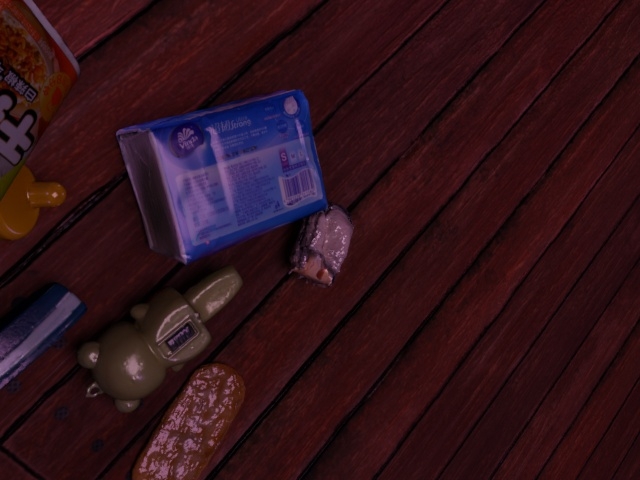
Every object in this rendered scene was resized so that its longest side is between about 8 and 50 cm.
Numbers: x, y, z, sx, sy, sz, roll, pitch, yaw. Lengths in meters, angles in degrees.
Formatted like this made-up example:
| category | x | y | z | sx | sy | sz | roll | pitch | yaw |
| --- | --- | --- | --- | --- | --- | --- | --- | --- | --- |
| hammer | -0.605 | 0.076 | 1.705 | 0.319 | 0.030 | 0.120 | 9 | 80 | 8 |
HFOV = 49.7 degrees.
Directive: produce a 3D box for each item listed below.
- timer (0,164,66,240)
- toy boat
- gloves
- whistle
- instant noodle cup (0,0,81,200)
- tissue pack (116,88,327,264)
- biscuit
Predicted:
| category | x | y | z | sx | sy | sz | roll | pitch | yaw |
| --- | --- | --- | --- | --- | --- | --- | --- | --- | --- |
| timer | -0.394 | -0.053 | 0.883 | 0.107 | 0.109 | 0.107 | -1 | 90 | -79 |
| toy boat | -0.438 | 0.166 | 0.890 | 0.299 | 0.096 | 0.062 | -47 | 114 | -32 |
| gloves | -0.002 | 0.000 | 1.220 | 0.114 | 0.070 | 0.153 | 31 | 72 | -29 |
| whistle | -0.235 | 0.137 | 1.042 | 0.288 | 0.106 | 0.131 | -41 | 118 | -23 |
| instant noodle cup | -0.441 | -0.138 | 0.739 | 0.294 | 0.294 | 0.308 | 44 | 64 | -34 |
| tissue pack | -0.140 | -0.104 | 1.044 | 0.263 | 0.146 | 0.198 | -22 | 110 | -32 |
| biscuit | -0.213 | 0.317 | 1.140 | 0.118 | 0.029 | 0.247 | 41 | 73 | -35 |
